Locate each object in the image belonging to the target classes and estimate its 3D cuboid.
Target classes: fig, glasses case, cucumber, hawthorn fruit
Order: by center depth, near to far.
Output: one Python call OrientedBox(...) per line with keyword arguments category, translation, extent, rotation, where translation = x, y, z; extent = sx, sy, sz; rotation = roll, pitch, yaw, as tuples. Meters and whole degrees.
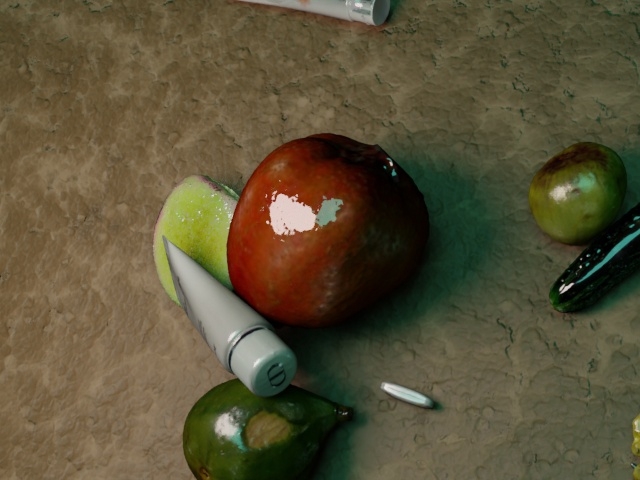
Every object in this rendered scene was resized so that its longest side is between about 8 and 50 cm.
OrientedBox(category="cucumber", translation=(0.423, 0.017, 1.459), extent=(0.241, 0.074, 0.074), rotation=(-40, 63, 4))
OrientedBox(category="fig", translation=(0.370, -0.071, 1.480), extent=(0.153, 0.120, 0.136), rotation=(-53, 17, 20))
OrientedBox(category="fig", translation=(-0.073, 0.287, 1.497), extent=(0.244, 0.195, 0.195), rotation=(-16, 62, -23))
OrientedBox(category="hawthorn fruit", translation=(0.000, -0.015, 1.503), extent=(0.311, 0.295, 0.295), rotation=(-36, 63, -1))
OrientedBox(category="glasses case", translation=(0.127, 0.228, 1.509), extent=(0.083, 0.032, 0.021), rotation=(17, 81, 23))

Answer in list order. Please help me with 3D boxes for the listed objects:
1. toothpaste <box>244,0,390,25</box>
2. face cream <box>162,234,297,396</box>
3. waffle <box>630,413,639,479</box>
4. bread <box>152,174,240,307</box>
OrientedBox(category="toothpaste", translation=(-0.029, -0.436, 1.790), extent=(0.323, 0.066, 0.100), rotation=(20, 78, 30))
OrientedBox(category="face cream", translation=(-0.146, 0.113, 1.509), extent=(0.089, 0.143, 0.314), rotation=(-27, 41, -21))
OrientedBox(category="waffle", translation=(0.544, 0.301, 1.320), extent=(0.280, 0.060, 0.262), rotation=(-1, 71, 19))
OrientedBox(category="bread", translation=(-0.200, 0.003, 1.653), extent=(0.228, 0.033, 0.229), rotation=(-3, 86, 44))
